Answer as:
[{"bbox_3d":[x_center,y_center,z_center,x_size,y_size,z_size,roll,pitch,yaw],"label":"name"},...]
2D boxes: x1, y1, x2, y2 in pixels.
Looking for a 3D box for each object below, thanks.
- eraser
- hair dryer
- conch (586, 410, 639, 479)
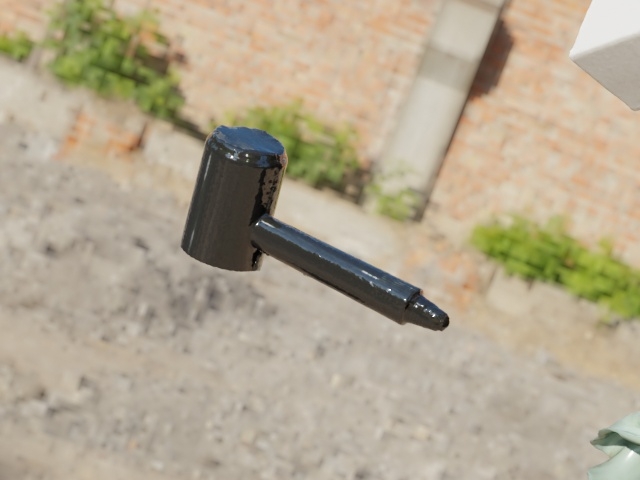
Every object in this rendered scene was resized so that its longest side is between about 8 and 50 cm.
[{"bbox_3d":[0.305,-0.171,1.265,0.078,0.076,0.298,35,-24,-21],"label":"eraser"},{"bbox_3d":[-0.001,0.002,1.446,0.248,0.114,0.070,27,26,25],"label":"hair dryer"},{"bbox_3d":[0.287,0.161,1.223,0.131,0.172,0.200,33,-34,-23],"label":"conch"}]
